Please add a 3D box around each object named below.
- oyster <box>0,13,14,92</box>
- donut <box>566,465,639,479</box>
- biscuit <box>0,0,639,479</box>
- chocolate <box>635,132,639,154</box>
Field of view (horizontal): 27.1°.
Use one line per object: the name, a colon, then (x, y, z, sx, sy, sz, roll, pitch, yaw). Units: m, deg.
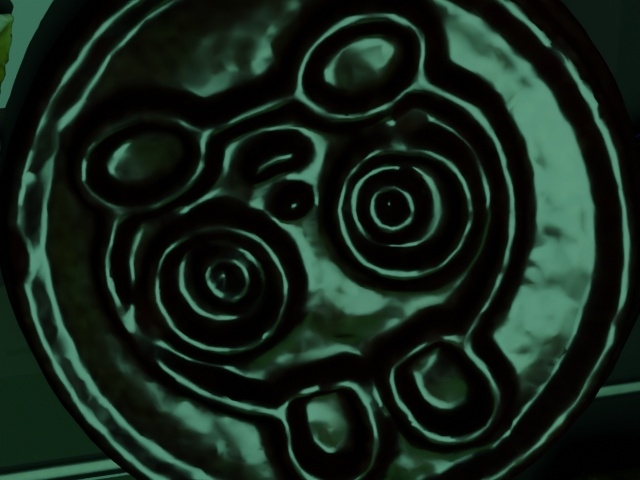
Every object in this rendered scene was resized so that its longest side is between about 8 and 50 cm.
oyster: (-0.291, -0.068, 0.778, 0.214, 0.083, 0.223, 14, 103, -23)
donut: (0.272, 0.282, 0.980, 0.108, 0.277, 0.278, -22, 118, -17)
biscuit: (0.000, 0.000, 0.815, 0.407, 0.091, 0.407, 0, 106, 1)
chocolate: (0.159, 0.002, 0.915, 0.343, 0.126, 0.148, -18, 154, 2)
